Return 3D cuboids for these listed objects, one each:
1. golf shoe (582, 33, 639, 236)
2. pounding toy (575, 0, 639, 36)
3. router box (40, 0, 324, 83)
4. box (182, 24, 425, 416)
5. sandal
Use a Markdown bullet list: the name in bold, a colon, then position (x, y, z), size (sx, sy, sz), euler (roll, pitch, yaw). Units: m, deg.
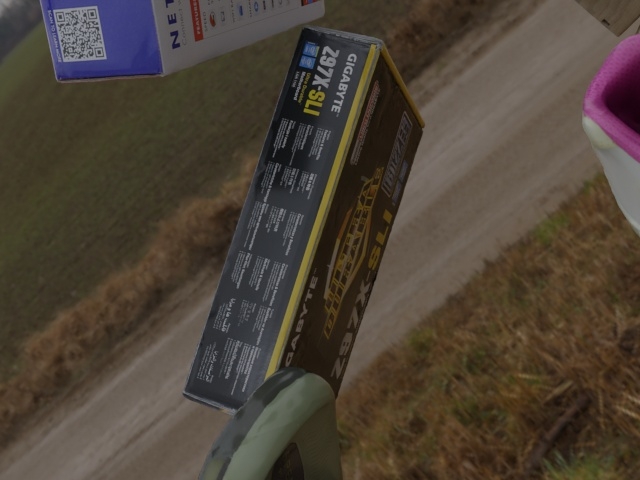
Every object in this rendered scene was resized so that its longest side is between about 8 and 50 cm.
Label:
- **golf shoe**: position (0.220, -0.033, 0.281), size (0.306, 0.140, 0.115), euler (-10, 48, 52)
- **pounding toy**: position (0.197, -0.172, 0.518), size (0.141, 0.100, 0.130), euler (-47, -5, -1)
- **router box**: position (-0.099, -0.305, 0.627), size (0.082, 0.336, 0.301), euler (1, 20, 21)
- **box**: position (0.000, 0.000, 0.830), size (0.257, 0.079, 0.322), euler (32, -104, -75)
- **sandal**: position (0.002, 0.191, 0.506), size (0.086, 0.303, 0.120), euler (19, 55, 22)
